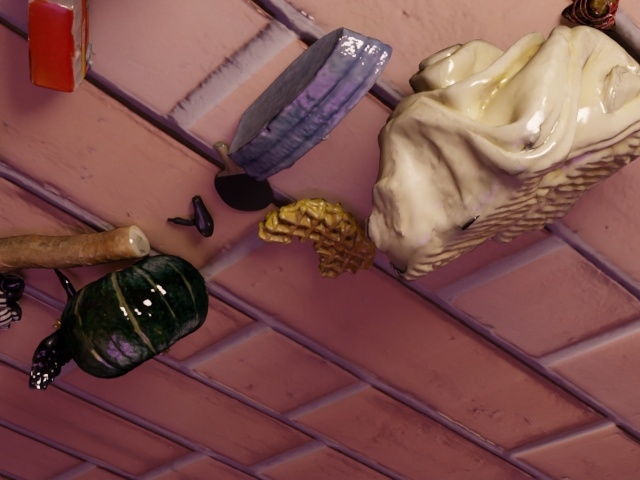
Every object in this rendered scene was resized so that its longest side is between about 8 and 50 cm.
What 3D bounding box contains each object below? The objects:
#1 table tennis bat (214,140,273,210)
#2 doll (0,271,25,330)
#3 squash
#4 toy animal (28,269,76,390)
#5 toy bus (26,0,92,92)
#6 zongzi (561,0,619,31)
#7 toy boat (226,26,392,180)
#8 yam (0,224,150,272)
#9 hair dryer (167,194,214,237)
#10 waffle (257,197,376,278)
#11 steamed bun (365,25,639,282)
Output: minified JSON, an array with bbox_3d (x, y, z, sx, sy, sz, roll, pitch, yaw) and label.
[{"bbox_3d":[-0.126,-0.095,1.424,0.087,0.013,0.156,-4,141,16],"label":"table tennis bat"},{"bbox_3d":[-0.596,0.106,1.720,0.091,0.067,0.219,14,148,-13],"label":"doll"},{"bbox_3d":[-0.308,0.125,1.559,0.252,0.252,0.165,-26,88,35],"label":"squash"},{"bbox_3d":[-0.453,0.148,1.708,0.197,0.273,0.160,56,151,0],"label":"toy animal"},{"bbox_3d":[-0.335,-0.269,1.184,0.079,0.077,0.174,12,142,-6],"label":"toy bus"},{"bbox_3d":[0.320,-0.270,1.075,0.067,0.073,0.083,24,142,7],"label":"zongzi"},{"bbox_3d":[-0.016,-0.180,1.205,0.078,0.127,0.283,33,138,-20],"label":"toy boat"},{"bbox_3d":[-0.433,0.016,1.579,0.300,0.066,0.066,-4,141,15],"label":"yam"},{"bbox_3d":[-0.216,-0.040,1.504,0.083,0.031,0.079,2,132,20],"label":"hair dryer"},{"bbox_3d":[0.000,-0.003,1.489,0.149,0.051,0.194,-17,141,29],"label":"waffle"},{"bbox_3d":[0.207,-0.137,1.135,0.394,0.237,0.346,-29,163,1],"label":"steamed bun"}]
